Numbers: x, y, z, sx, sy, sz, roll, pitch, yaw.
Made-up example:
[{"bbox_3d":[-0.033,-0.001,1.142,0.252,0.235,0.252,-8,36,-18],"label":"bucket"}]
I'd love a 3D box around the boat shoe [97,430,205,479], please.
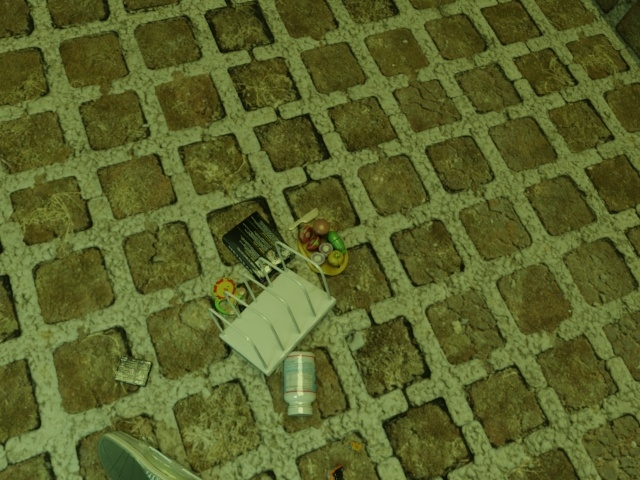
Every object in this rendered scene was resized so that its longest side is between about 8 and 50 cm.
[{"bbox_3d":[-0.396,0.564,1.399,0.321,0.103,0.118,29,111,8],"label":"boat shoe"}]

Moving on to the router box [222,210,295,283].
[{"bbox_3d":[-0.181,0.018,1.687,0.133,0.046,0.179,-38,76,-20],"label":"router box"}]

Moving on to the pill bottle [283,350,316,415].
[{"bbox_3d":[-0.054,0.380,1.526,0.087,0.087,0.160,2,67,-7],"label":"pill bottle"}]

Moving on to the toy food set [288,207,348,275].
[{"bbox_3d":[0.000,0.000,1.706,0.128,0.071,0.217,-28,73,-18],"label":"toy food set"}]

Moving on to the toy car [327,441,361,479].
[{"bbox_3d":[0.061,0.581,1.494,0.041,0.060,0.122,9,34,43],"label":"toy car"}]

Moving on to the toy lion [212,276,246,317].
[{"bbox_3d":[-0.265,0.156,1.627,0.096,0.034,0.100,21,66,9],"label":"toy lion"}]

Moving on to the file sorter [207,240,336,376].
[{"bbox_3d":[-0.132,0.170,1.528,0.193,0.173,0.277,30,64,33],"label":"file sorter"}]

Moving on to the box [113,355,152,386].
[{"bbox_3d":[-0.493,0.344,1.518,0.084,0.018,0.067,12,66,-3],"label":"box"}]
